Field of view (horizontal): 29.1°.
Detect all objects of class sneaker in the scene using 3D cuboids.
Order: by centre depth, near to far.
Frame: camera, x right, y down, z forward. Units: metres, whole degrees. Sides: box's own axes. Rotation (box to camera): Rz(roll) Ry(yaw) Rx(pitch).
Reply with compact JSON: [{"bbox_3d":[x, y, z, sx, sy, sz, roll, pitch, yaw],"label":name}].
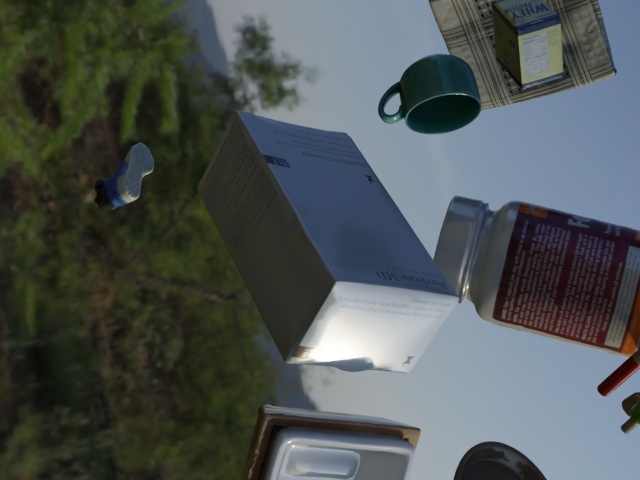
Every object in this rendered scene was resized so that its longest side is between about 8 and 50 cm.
[{"bbox_3d":[-0.336,-0.104,2.072,0.058,0.084,0.152,53,26,-30],"label":"sneaker"}]

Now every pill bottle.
[{"bbox_3d":[0.401,0.056,2.163,0.224,0.392,0.224,15,90,-80],"label":"pill bottle"}]

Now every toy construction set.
[{"bbox_3d":[0.634,0.229,1.952,0.237,0.309,0.257,-53,-154,35],"label":"toy construction set"}]

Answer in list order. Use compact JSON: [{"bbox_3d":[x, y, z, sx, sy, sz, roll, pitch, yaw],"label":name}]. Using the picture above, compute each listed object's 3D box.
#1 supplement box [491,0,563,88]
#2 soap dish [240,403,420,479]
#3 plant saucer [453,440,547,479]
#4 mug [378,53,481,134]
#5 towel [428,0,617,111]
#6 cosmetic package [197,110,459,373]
[{"bbox_3d":[0.251,-0.244,1.494,0.083,0.056,0.083,-117,-169,-51],"label":"supplement box"},{"bbox_3d":[-0.012,0.363,1.690,0.118,0.229,0.291,-130,-128,-62],"label":"soap dish"},{"bbox_3d":[0.322,0.482,2.121,0.041,0.278,0.278,-36,-121,40],"label":"plant saucer"},{"bbox_3d":[0.184,-0.252,2.056,0.129,0.158,0.097,131,-44,-53],"label":"mug"},{"bbox_3d":[0.394,-0.424,2.424,0.324,0.312,0.056,67,27,-24],"label":"towel"},{"bbox_3d":[0.000,0.000,1.719,0.156,0.217,0.385,-61,-139,27],"label":"cosmetic package"}]
